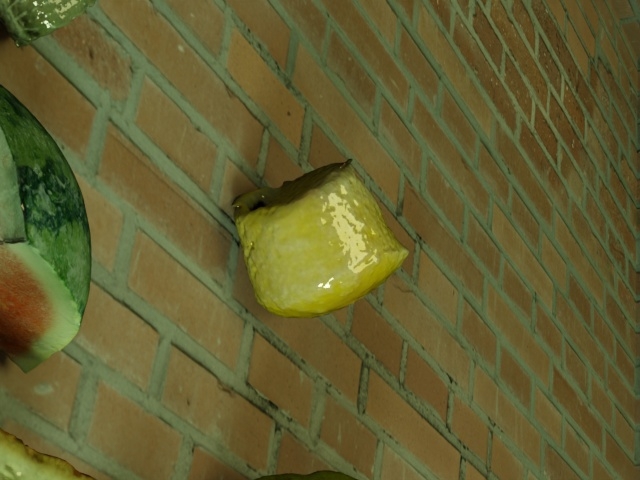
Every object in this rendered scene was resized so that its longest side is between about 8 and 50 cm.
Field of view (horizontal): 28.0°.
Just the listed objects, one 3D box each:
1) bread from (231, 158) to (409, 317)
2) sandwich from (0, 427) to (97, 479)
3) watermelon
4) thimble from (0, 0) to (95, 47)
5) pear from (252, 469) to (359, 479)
[{"bbox_3d":[-0.002,0.004,1.522,0.197,0.197,0.171,-38,109,-59],"label":"bread"},{"bbox_3d":[-0.288,0.280,0.915,0.262,0.131,0.325,45,36,-50],"label":"sandwich"},{"bbox_3d":[-0.274,-0.021,1.057,0.260,0.176,0.256,44,7,-48],"label":"watermelon"},{"bbox_3d":[-0.260,-0.231,1.194,0.110,0.084,0.062,-50,125,-40],"label":"thimble"},{"bbox_3d":[0.009,0.392,1.340,0.269,0.269,0.321,40,24,-52],"label":"pear"}]
